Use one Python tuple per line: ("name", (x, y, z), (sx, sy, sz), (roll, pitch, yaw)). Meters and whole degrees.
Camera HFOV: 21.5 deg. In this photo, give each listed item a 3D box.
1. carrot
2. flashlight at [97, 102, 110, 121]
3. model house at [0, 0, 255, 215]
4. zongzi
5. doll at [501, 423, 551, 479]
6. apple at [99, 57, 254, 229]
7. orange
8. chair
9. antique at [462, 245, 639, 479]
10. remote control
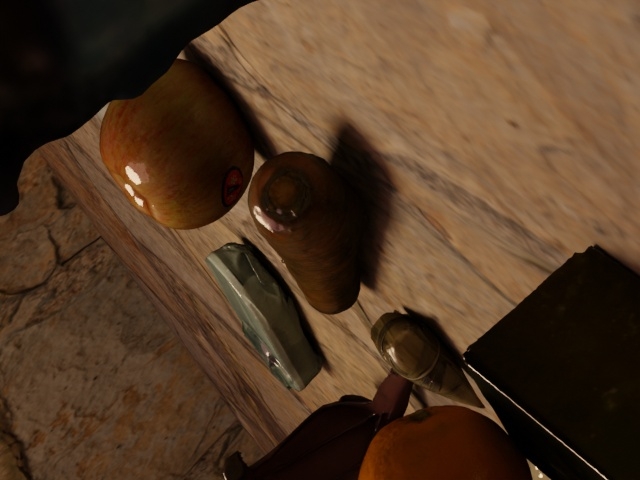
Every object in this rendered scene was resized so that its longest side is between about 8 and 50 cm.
("carrot", (0.000, 0.001, 1.163), (0.070, 0.070, 0.342), (49, 176, 12))
("flashlight", (-0.202, -0.125, 1.671), (0.200, 0.047, 0.093), (46, 169, 33))
("model house", (-0.136, -0.198, 0.527), (0.215, 0.237, 0.303), (44, 167, 29))
("zongzi", (0.079, 0.087, 1.217), (0.083, 0.040, 0.076), (35, -178, -15))
("doll", (0.169, 0.174, 0.919), (0.149, 0.175, 0.278), (-1, 130, 28))
("apple", (-0.111, -0.073, 1.270), (0.126, 0.102, 0.126), (49, 170, 12))
("orange", (0.056, 0.114, 0.769), (0.083, 0.083, 0.083), (49, 170, 11))
("chair", (0.034, 0.220, 1.465), (0.176, 0.183, 0.326), (50, 170, 10))
("antique", (0.161, 0.094, 0.698), (0.221, 0.081, 0.080), (38, 166, 51))
("remote control", (-0.057, 0.081, 1.754), (0.104, 0.052, 0.247), (47, 170, 28))
